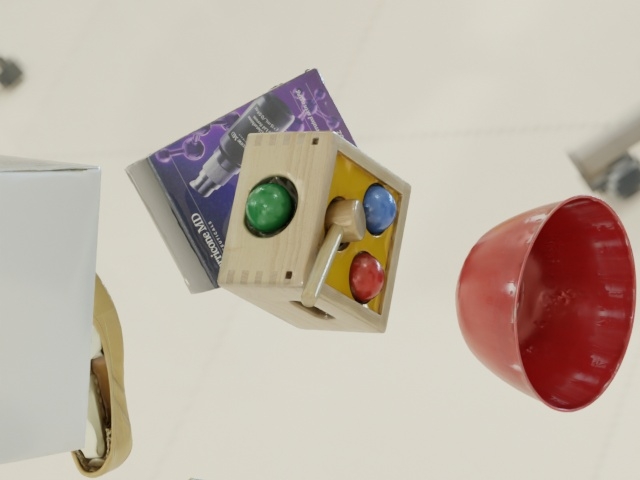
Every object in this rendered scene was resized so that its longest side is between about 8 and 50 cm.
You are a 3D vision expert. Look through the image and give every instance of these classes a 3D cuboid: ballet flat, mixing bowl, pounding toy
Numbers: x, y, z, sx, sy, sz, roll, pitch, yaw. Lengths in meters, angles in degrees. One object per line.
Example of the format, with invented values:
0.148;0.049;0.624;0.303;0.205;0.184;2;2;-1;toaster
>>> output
-0.239;0.135;1.963;0.080;0.232;0.073;-5;18;20;ballet flat
0.178;0.050;1.620;0.098;0.181;0.181;5;56;41;mixing bowl
0.000;0.000;1.295;0.100;0.141;0.130;1;72;33;pounding toy

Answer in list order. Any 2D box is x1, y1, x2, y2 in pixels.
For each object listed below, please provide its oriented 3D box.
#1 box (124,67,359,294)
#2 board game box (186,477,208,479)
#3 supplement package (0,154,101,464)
-0.068;-0.058;1.944;0.207;0.153;0.108;-31;5;-18;box
0.026;0.248;1.284;0.144;0.275;0.142;140;135;-69;board game box
-0.287;0.045;1.272;0.145;0.262;0.204;8;96;35;supplement package
